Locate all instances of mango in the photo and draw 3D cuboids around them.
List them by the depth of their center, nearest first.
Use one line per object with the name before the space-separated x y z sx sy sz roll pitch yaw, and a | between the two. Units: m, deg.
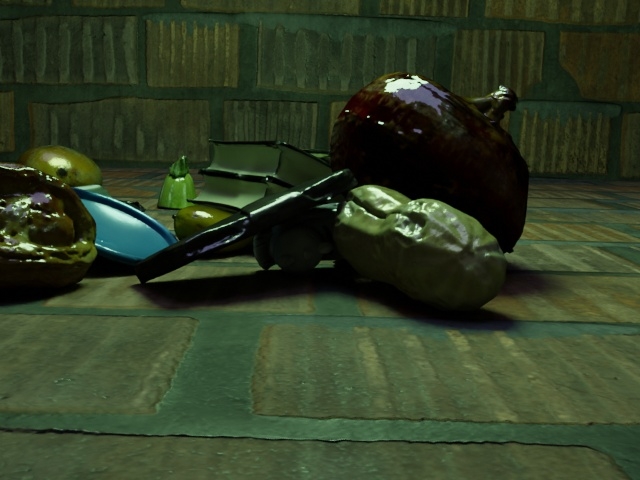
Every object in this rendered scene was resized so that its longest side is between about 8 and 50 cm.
mango | -0.171 -0.016 1.318 0.161 0.076 0.103 7 6 -45
mango | -0.624 -0.143 1.895 0.193 0.146 0.316 2 -6 -6

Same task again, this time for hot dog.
hot dog | -0.403 -0.012 0.982 0.259 0.175 0.114 -5 -32 -29

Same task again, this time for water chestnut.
water chestnut | 0.193 -0.123 1.235 0.350 0.302 0.350 39 -3 2

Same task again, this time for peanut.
peanut | 0.113 0.005 1.009 0.130 0.130 0.290 -4 15 -32

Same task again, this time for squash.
squash | -0.353 -0.147 1.957 0.105 0.132 0.105 3 10 -1

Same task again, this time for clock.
clock | 0.000 0.001 1.157 0.176 0.080 0.117 -19 16 -22

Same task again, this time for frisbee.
frisbee | -0.328 -0.013 1.206 0.242 0.045 0.242 26 12 -6

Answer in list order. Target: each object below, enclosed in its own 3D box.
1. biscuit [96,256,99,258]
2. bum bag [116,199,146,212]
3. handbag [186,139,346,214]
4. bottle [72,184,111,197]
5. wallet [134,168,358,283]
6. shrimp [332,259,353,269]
biscuit | -0.410 0.001 1.271 0.163 0.035 0.250 5 13 -24
bum bag | -0.458 -0.075 1.787 0.125 0.034 0.058 4 0 12
handbag | -0.072 -0.092 1.493 0.237 0.160 0.358 24 -5 -29
bottle | -0.491 -0.071 1.572 0.096 0.079 0.254 -42 0 11
wallet | -0.098 -0.026 1.079 0.310 0.042 0.165 -27 3 -33
shrimp | 0.071 0.032 1.210 0.091 0.034 0.161 -14 8 -12
